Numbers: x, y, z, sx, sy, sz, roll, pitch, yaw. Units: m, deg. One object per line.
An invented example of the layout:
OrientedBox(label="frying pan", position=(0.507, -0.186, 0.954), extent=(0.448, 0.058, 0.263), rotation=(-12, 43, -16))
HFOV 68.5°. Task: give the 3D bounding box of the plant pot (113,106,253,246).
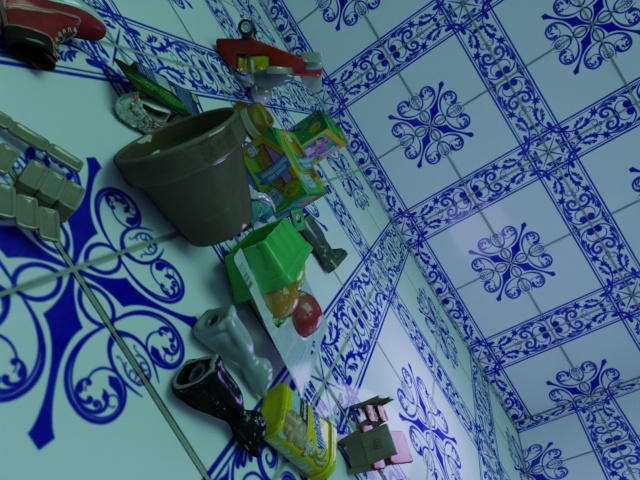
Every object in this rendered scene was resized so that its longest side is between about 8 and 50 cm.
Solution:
OrientedBox(label="plant pot", position=(-0.245, -0.119, 0.966), extent=(0.263, 0.263, 0.229), rotation=(-84, 156, -60))

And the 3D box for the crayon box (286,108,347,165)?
OrientedBox(label="crayon box", position=(-0.068, -0.307, 1.577), extent=(0.165, 0.279, 0.081), rotation=(15, 48, -64))

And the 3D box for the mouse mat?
OrientedBox(label="mouse mat", position=(-0.383, -0.349, 1.100), extent=(0.152, 0.007, 0.190), rotation=(49, 14, 31))

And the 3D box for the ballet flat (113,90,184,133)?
OrientedBox(label="ballet flat", position=(-0.367, -0.276, 1.101), extent=(0.241, 0.077, 0.091), rotation=(17, 45, -63))

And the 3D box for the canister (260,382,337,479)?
OrientedBox(label="canister", position=(-0.044, 0.384, 0.946), extent=(0.170, 0.073, 0.126), rotation=(49, 21, -24))

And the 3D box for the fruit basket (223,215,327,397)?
OrientedBox(label="fruit basket", position=(-0.090, 0.141, 1.131), extent=(0.327, 0.166, 0.352), rotation=(-62, 135, -67))

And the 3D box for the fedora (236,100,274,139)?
OrientedBox(label="fedora", position=(-0.222, -0.434, 1.685), extent=(0.194, 0.079, 0.194), rotation=(49, 23, -28))

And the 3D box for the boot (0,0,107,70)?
OrientedBox(label="boot", position=(-0.510, -0.394, 0.919), extent=(0.176, 0.088, 0.244), rotation=(64, 26, 7))

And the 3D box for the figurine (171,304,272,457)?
OrientedBox(label="figurine", position=(-0.155, 0.253, 0.864), extent=(0.209, 0.092, 0.215), rotation=(59, 17, -27))

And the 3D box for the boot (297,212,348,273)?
OrientedBox(label="boot", position=(0.002, -0.002, 1.642), extent=(0.208, 0.076, 0.189), rotation=(51, 18, -3))

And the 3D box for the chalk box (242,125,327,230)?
OrientedBox(label="chalk box", position=(-0.111, -0.167, 1.418), extent=(0.288, 0.179, 0.180), rotation=(60, 20, 3))

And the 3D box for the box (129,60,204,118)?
OrientedBox(label="box", position=(-0.389, -0.363, 1.232), extent=(0.225, 0.037, 0.136), rotation=(12, 51, -62))

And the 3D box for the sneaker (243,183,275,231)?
OrientedBox(label="sneaker", position=(-0.199, -0.076, 1.215), extent=(0.275, 0.107, 0.109), rotation=(23, 66, -72))

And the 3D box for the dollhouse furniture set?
OrientedBox(label="dollhouse furniture set", position=(0.171, 0.521, 1.180), extent=(0.259, 0.135, 0.262), rotation=(32, 33, -53))

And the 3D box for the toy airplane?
OrientedBox(label="toy airplane", position=(-0.176, -0.655, 1.835), extent=(0.384, 0.272, 0.386), rotation=(34, 19, 33))

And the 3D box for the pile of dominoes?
OrientedBox(label="pile of dominoes", position=(-0.479, -0.109, 0.681), extent=(0.251, 0.040, 0.196), rotation=(35, 30, -33))
